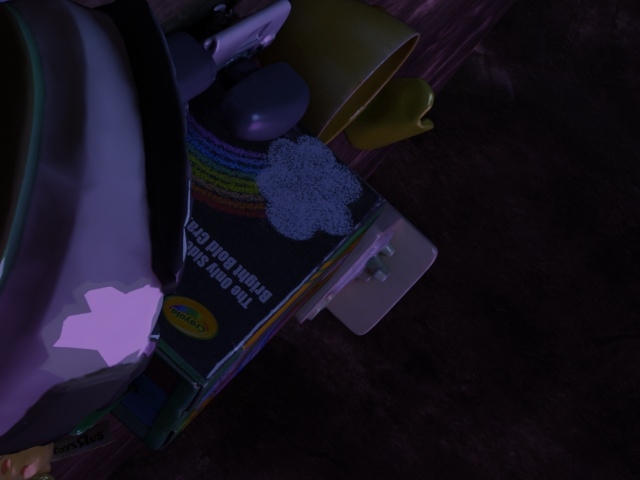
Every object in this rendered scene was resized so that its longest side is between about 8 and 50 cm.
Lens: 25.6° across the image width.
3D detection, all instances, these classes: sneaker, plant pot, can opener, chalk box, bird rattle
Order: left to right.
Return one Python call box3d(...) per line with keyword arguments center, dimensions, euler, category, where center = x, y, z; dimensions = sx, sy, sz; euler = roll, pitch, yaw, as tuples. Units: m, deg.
box3d(center=(-0.229, 0.025, 0.457), dimensions=(0.182, 0.158, 0.410), euler=(21, 138, -39), category="sneaker")
box3d(center=(-0.123, 0.033, 1.093), dimensions=(0.289, 0.180, 0.179), euler=(-44, 175, -28), category="chalk box")
box3d(center=(-0.091, -0.090, 0.911), dimensions=(0.280, 0.093, 0.074), euler=(-35, 169, -51), category="can opener")
box3d(center=(-0.011, -0.134, 1.382), dimensions=(0.254, 0.143, 0.207), euler=(-31, 157, -27), category="bird rattle")
box3d(center=(0.003, -0.154, 1.172), dimensions=(0.134, 0.095, 0.134), euler=(-47, 177, -3), category="plant pot")

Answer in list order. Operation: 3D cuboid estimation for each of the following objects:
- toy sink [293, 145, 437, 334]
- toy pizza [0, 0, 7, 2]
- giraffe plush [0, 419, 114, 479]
box3d(center=(0.000, 0.000, 1.671), dimensions=(0.153, 0.234, 0.131), euler=(-47, 177, 17), category="toy sink")
box3d(center=(-0.146, -0.105, 0.528), dimensions=(0.201, 0.032, 0.201), euler=(-46, 177, -3), category="toy pizza")
box3d(center=(-0.272, 0.162, 1.077), dimensions=(0.210, 0.181, 0.170), euler=(-35, 152, -14), category="giraffe plush")
